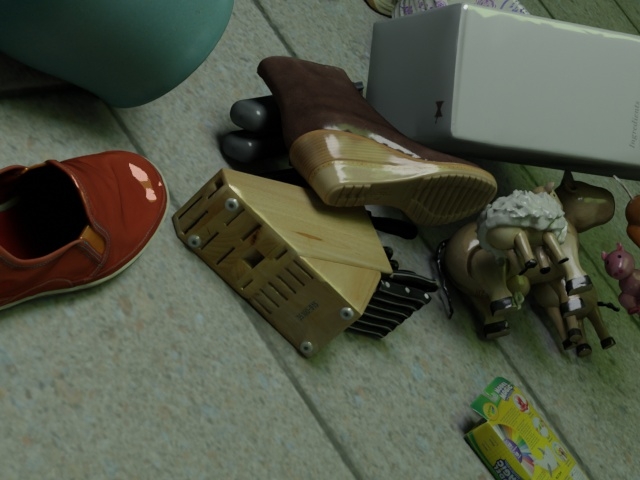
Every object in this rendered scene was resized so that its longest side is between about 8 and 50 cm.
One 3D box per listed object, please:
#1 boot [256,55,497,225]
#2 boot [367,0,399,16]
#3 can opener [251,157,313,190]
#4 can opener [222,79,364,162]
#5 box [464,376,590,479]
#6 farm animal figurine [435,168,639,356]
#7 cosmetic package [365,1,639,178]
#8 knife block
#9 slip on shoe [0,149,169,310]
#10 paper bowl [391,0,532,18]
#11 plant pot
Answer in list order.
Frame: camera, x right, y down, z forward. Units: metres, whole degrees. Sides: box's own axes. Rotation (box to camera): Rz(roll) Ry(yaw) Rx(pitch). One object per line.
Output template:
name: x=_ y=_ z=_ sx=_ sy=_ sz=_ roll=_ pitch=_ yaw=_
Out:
boot: x=0.065 y=-0.120 z=1.505 sx=0.248 sy=0.090 sz=0.207 roll=4 pitch=47 yaw=-34
boot: x=0.181 y=-0.401 z=2.049 sx=0.213 sy=0.165 sz=0.077 roll=1 pitch=56 yaw=-49
can opener: x=-0.053 y=-0.064 z=1.505 sx=0.186 sy=0.059 sz=0.073 roll=-21 pitch=100 yaw=-48
can opener: x=-0.037 y=-0.152 z=1.622 sx=0.095 sy=0.076 sz=0.283 roll=26 pitch=23 yaw=25
box: x=0.232 y=0.244 z=1.538 sx=0.179 sy=0.043 sz=0.105 roll=54 pitch=32 yaw=3
farm animal figurine: x=0.291 y=0.013 z=1.703 sx=0.326 sy=0.330 sz=0.172 roll=-7 pitch=61 yaw=-22
cosmetic package: x=0.306 y=-0.173 z=1.709 sx=0.453 sy=0.230 sz=0.161 roll=6 pitch=90 yaw=-26
knife block: x=0.000 y=0.000 z=1.466 sx=0.275 sy=0.088 sz=0.242 roll=44 pitch=31 yaw=-9
slip on shoe: x=-0.226 y=-0.021 z=1.191 sx=0.123 sy=0.101 sz=0.331 roll=51 pitch=30 yaw=7
paper bowl: x=0.217 y=-0.247 z=1.948 sx=0.284 sy=0.148 sz=0.284 roll=33 pitch=35 yaw=-27
plant pot: x=-0.230 y=-0.272 z=1.328 sx=0.255 sy=0.271 sz=0.272 roll=45 pitch=28 yaw=-39
